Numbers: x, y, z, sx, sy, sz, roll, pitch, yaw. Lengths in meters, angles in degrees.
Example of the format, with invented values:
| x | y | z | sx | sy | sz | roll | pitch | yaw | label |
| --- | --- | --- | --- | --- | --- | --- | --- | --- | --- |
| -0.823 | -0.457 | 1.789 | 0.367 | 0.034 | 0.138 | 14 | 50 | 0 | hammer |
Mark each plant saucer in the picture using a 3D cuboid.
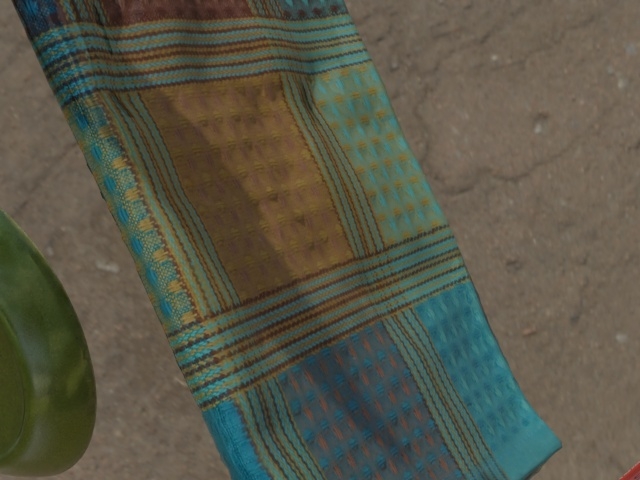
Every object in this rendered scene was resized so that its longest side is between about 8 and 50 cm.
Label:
| x | y | z | sx | sy | sz | roll | pitch | yaw | label |
| --- | --- | --- | --- | --- | --- | --- | --- | --- | --- |
| -0.259 | 0.073 | 0.845 | 0.241 | 0.241 | 0.037 | 26 | 35 | 26 | plant saucer |

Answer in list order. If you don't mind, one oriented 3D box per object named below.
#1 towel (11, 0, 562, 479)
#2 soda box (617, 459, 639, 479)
| x | y | z | sx | sy | sz | roll | pitch | yaw | label |
| --- | --- | --- | --- | --- | --- | --- | --- | --- | --- |
| 0.000 | 0.000 | 0.629 | 0.040 | 0.271 | 0.370 | -26 | 88 | 33 | towel |
| 0.228 | 0.236 | 0.583 | 0.092 | 0.083 | 0.263 | -40 | 88 | -1 | soda box |
